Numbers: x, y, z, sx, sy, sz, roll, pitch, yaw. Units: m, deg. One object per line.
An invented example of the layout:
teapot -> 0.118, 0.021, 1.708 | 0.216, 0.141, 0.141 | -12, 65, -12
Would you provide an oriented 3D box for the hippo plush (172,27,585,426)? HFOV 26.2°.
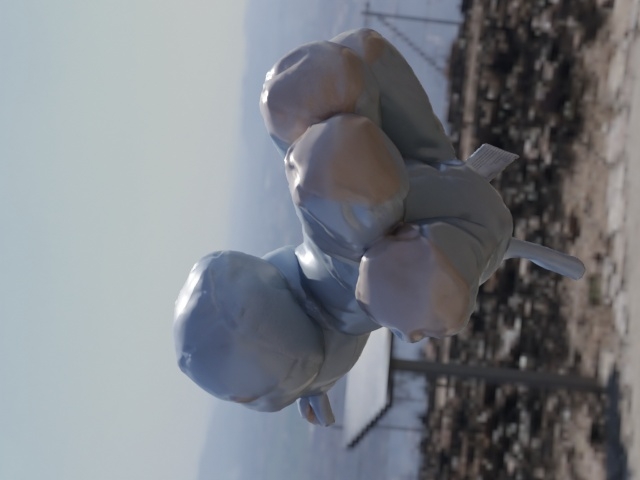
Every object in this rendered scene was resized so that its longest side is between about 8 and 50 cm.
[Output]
hippo plush -> 0.000, 0.000, 1.001 | 0.234, 0.236, 0.294 | 60, -154, 9
